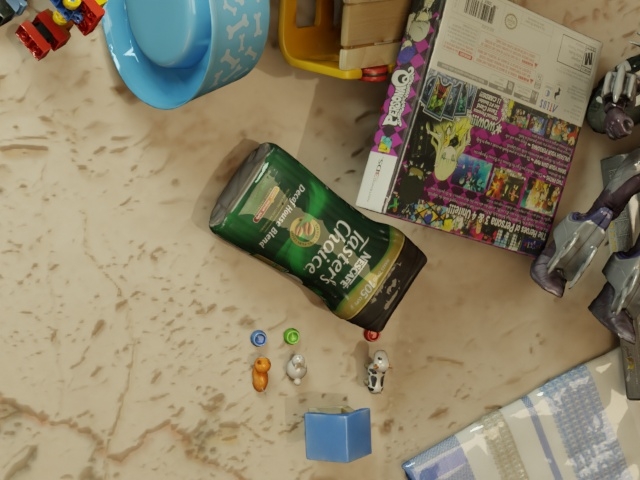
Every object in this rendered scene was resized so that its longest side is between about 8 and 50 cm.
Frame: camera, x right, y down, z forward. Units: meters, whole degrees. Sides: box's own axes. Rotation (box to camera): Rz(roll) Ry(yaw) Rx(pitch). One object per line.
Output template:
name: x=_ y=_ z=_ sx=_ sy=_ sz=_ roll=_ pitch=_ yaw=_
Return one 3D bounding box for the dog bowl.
dog bowl: x=-0.118 y=-0.260 z=1.515 sx=0.074 sy=0.166 sz=0.297 roll=-12 pitch=99 yaw=-37

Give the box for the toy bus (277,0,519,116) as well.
toy bus: x=0.055 y=-0.201 z=1.590 sx=0.191 sy=0.104 sz=0.202 roll=-56 pitch=136 yaw=-18

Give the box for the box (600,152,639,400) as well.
box: x=0.366 y=0.027 z=1.706 sx=0.183 sy=0.056 sz=0.231 roll=-6 pitch=87 yaw=-14

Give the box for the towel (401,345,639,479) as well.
towel: x=0.239 y=0.235 z=1.722 sx=0.285 sy=0.034 sz=0.209 roll=-26 pitch=101 yaw=-11

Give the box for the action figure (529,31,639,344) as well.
action figure: x=0.304 y=-0.060 z=1.600 sx=0.185 sy=0.099 sz=0.285 roll=29 pitch=102 yaw=-2

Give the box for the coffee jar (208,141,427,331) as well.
coffee jar: x=0.000 y=0.000 z=1.610 sx=0.184 sy=0.079 sz=0.096 roll=34 pitch=86 yaw=-16

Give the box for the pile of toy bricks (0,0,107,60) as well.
pile of toy bricks: x=-0.240 y=-0.261 z=1.520 sx=0.212 sy=0.118 sz=0.105 roll=51 pitch=53 yaw=2

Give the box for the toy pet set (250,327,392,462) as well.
toy pet set: x=0.005 y=0.137 z=1.632 sx=0.122 sy=0.065 sz=0.114 roll=-3 pitch=96 yaw=-14

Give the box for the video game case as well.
video game case: x=0.145 y=-0.105 z=1.604 sx=0.232 sy=0.042 sz=0.210 roll=14 pitch=92 yaw=-47

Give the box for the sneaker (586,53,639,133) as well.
sneaker: x=0.376 y=-0.142 z=1.690 sx=0.271 sy=0.100 sz=0.108 roll=-18 pitch=107 yaw=-12
